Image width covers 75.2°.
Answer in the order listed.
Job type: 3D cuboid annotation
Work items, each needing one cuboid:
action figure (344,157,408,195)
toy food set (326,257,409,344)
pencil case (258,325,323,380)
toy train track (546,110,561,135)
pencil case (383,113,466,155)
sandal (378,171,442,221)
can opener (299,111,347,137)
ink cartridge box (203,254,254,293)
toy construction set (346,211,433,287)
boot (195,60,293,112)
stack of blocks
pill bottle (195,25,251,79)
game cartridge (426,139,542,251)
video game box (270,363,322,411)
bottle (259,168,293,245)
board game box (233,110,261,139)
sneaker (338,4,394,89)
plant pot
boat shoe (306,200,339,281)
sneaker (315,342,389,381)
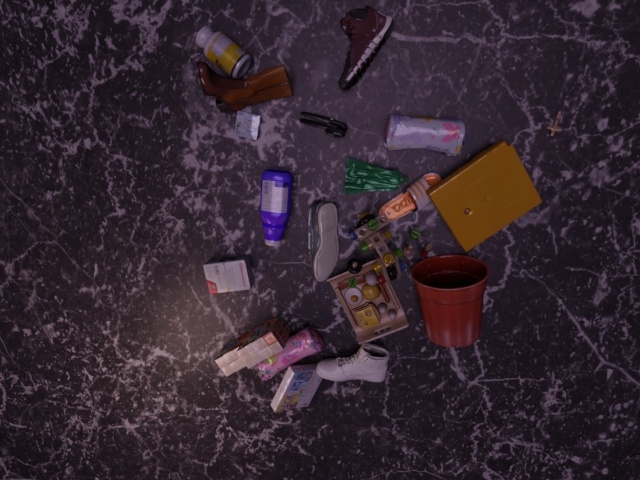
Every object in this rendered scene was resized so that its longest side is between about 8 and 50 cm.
[{"bbox_3d":[0.207,-0.228,1.526,0.231,0.063,0.138,5,103,9],"label":"action figure"},{"bbox_3d":[0.187,0.242,1.632,0.219,0.092,0.307,-24,100,11],"label":"toy food set"},{"bbox_3d":[-0.128,0.463,1.705,0.283,0.124,0.124,-32,99,10],"label":"pencil case"},{"bbox_3d":[0.817,-0.406,1.444,0.048,0.014,0.084,16,100,9],"label":"toy train track"},{"bbox_3d":[0.362,-0.369,1.450,0.272,0.114,0.124,7,124,4],"label":"pencil case"},{"bbox_3d":[0.335,-0.144,1.527,0.265,0.076,0.102,-35,98,13],"label":"sandal"},{"bbox_3d":[0.010,-0.426,1.502,0.185,0.073,0.059,25,114,9],"label":"can opener"},{"bbox_3d":[-0.367,0.137,1.674,0.174,0.072,0.128,-7,103,8],"label":"ink cartridge box"},{"bbox_3d":[0.242,0.012,1.463,0.308,0.237,0.258,-5,71,-1],"label":"toy construction set"},{"bbox_3d":[-0.251,-0.537,1.404,0.279,0.264,0.096,-10,68,10],"label":"boot"},{"bbox_3d":[-0.278,0.435,1.690,0.297,0.171,0.087,-31,99,13],"label":"stack of blocks"},{"bbox_3d":[-0.341,-0.660,1.455,0.184,0.103,0.103,38,105,-4],"label":"pill bottle"},{"bbox_3d":[0.584,-0.156,1.482,0.323,0.053,0.285,-35,110,9],"label":"game cartridge"},{"bbox_3d":[-0.089,0.607,1.721,0.048,0.186,0.205,39,110,41],"label":"video game box"},{"bbox_3d":[-0.170,-0.123,1.578,0.118,0.092,0.283,6,105,5],"label":"bottle"},{"bbox_3d":[-0.271,-0.429,1.549,0.090,0.020,0.090,14,106,3],"label":"board game box"},{"bbox_3d":[0.111,-0.667,1.417,0.162,0.106,0.282,37,95,2],"label":"sneaker"},{"bbox_3d":[0.479,0.226,1.525,0.271,0.272,0.266,-7,112,8],"label":"plant pot"},{"bbox_3d":[0.000,0.000,1.607,0.099,0.116,0.320,25,120,44],"label":"boat shoe"},{"bbox_3d":[0.131,0.478,1.671,0.291,0.108,0.169,3,124,-4],"label":"sneaker"}]
